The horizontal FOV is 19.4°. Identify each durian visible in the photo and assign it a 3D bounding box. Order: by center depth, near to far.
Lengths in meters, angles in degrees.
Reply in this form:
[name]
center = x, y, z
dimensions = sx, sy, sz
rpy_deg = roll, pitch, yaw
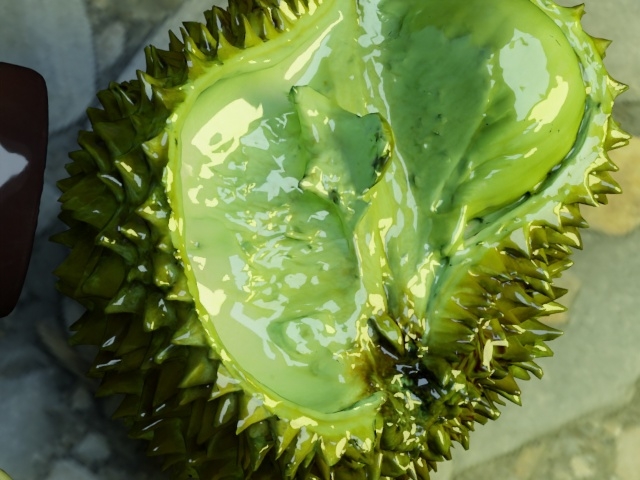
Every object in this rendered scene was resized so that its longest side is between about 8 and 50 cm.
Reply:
[durian]
center = 0.002, -0.002, 0.726
dimensions = 0.200, 0.176, 0.237
rpy_deg = 32, 56, 7

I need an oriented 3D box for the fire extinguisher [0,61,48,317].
[fire extinguisher]
center = -0.278, -0.025, 0.679
dimensions = 0.344, 0.102, 0.138
rpy_deg = 7, 68, -16

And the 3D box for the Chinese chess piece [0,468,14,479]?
[Chinese chess piece]
center = -0.182, 0.162, 0.620
dimensions = 0.237, 0.092, 0.238
rpy_deg = 11, 68, -28
